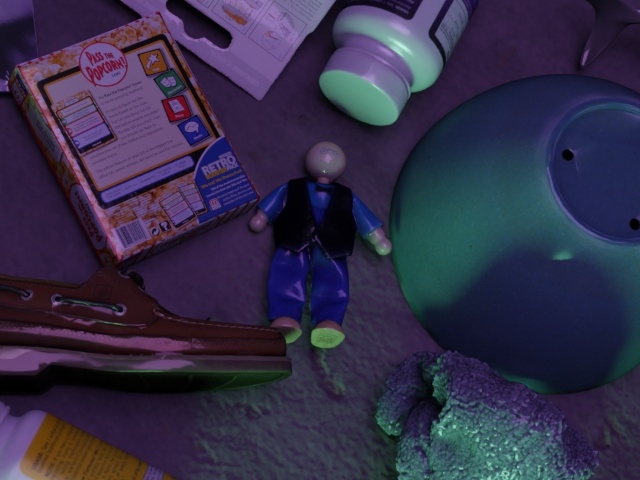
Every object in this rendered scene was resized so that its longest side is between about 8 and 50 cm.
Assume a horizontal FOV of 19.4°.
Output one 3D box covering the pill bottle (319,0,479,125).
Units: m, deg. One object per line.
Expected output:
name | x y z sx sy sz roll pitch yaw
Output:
pill bottle | 0.077 -0.204 1.704 0.108 0.108 0.193 31 67 -3

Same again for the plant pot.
plant pot | 0.225 -0.028 1.639 0.290 0.195 0.290 4 72 -13

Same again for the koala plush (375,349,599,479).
koala plush | 0.106 0.223 1.542 0.196 0.203 0.221 35 79 -1

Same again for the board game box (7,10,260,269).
board game box | -0.162 -0.087 1.629 0.146 0.045 0.193 -24 82 -26

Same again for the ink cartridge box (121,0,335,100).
ink cartridge box | -0.061 -0.270 1.707 0.181 0.056 0.225 35 94 -8

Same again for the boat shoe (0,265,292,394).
boat shoe | -0.174 0.069 1.548 0.307 0.111 0.104 3 73 -14

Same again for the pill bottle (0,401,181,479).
pill bottle | -0.207 0.209 1.490 0.208 0.119 0.119 28 68 -5

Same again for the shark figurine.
shark figurine | 0.375 -0.164 1.718 0.166 0.116 0.278 -40 77 -11

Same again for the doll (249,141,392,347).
doll | 0.000 0.000 1.651 0.129 0.046 0.189 6 64 -3

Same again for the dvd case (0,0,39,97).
dvd case | -0.339 -0.230 1.653 0.164 0.018 0.221 -4 73 -16
